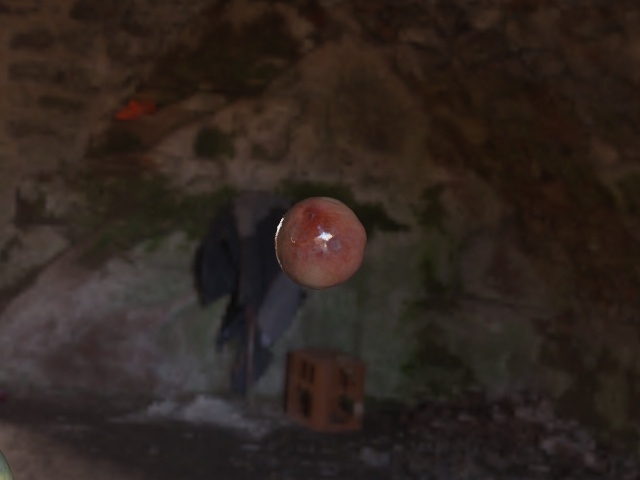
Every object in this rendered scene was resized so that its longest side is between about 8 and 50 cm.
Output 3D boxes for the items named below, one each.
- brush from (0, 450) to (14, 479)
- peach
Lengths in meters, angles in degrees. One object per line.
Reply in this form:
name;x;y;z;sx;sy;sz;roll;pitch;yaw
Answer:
brush;-0.336;0.144;1.118;0.067;0.072;0.313;-41;46;-21
peach;0.000;0.002;1.187;0.083;0.083;0.083;3;4;0
